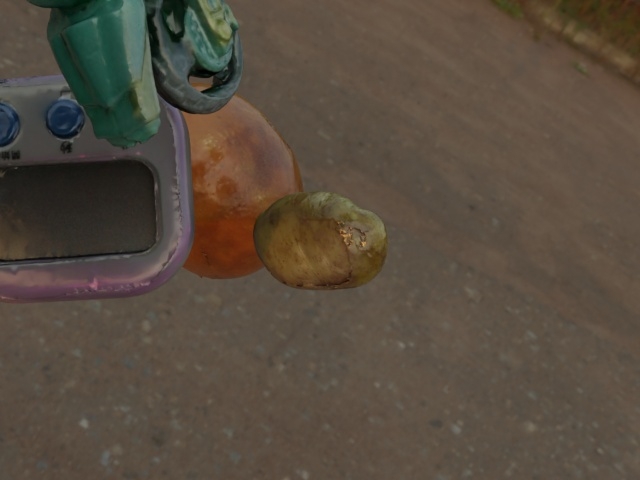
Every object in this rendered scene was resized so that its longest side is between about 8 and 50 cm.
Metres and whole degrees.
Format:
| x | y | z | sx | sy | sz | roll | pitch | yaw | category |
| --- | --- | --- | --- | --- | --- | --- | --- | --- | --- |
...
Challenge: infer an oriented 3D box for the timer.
| x | y | z | sx | sy | sz | roll | pitch | yaw | category |
| --- | --- | --- | --- | --- | --- | --- | --- | --- | --- |
| -0.212 | -0.044 | 0.851 | 0.208 | 0.190 | 0.069 | -3 | 0 | 1 | timer |

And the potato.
| x | y | z | sx | sy | sz | roll | pitch | yaw | category |
| --- | --- | --- | --- | --- | --- | --- | --- | --- | --- |
| 0.000 | 0.000 | 1.031 | 0.080 | 0.170 | 0.107 | -26 | 102 | -45 | potato |

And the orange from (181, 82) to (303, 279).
| x | y | z | sx | sy | sz | roll | pitch | yaw | category |
| --- | --- | --- | --- | --- | --- | --- | --- | --- | --- |
| -0.153 | -0.084 | 1.364 | 0.284 | 0.226 | 0.284 | 47 | -7 | 8 | orange |

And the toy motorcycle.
| x | y | z | sx | sy | sz | roll | pitch | yaw | category |
| --- | --- | --- | --- | --- | --- | --- | --- | --- | --- |
| -0.124 | -0.198 | 0.523 | 0.198 | 0.109 | 0.296 | -40 | 113 | -55 | toy motorcycle |
